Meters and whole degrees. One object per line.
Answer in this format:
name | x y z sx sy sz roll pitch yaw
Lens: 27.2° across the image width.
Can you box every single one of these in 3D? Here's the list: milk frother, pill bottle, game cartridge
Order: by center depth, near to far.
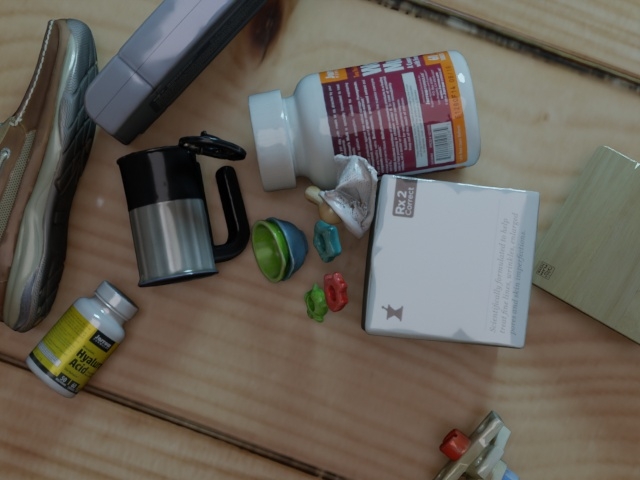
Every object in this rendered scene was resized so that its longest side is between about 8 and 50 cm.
game cartridge | -0.115 -0.220 1.307 0.062 0.198 0.297 43 88 2
milk frother | -0.132 -0.032 1.325 0.129 0.143 0.134 -11 85 -7
pill bottle | 0.043 -0.117 1.340 0.221 0.121 0.121 -9 87 0
pill bottle | -0.242 0.099 1.359 0.065 0.065 0.116 40 88 2

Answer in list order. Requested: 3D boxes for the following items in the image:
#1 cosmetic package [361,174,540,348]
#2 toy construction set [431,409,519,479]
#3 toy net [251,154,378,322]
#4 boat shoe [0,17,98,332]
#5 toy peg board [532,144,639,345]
cosmetic package | 0.122 0.024 1.301 0.152 0.183 0.151 6 88 1
toy construction set | 0.216 0.336 1.304 0.328 0.151 0.215 44 113 10
toy net | 0.000 0.000 1.289 0.045 0.232 0.122 -14 73 -26
boat shoe | -0.306 -0.073 1.342 0.117 0.123 0.324 13 86 3
toy peg board | 0.320 0.014 1.365 0.161 0.079 0.161 30 87 17
